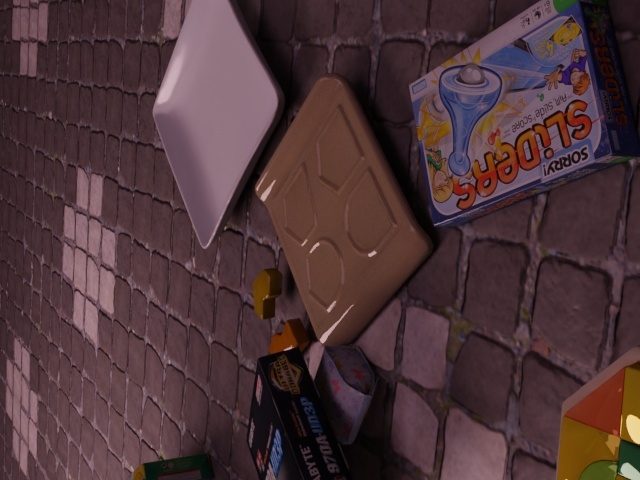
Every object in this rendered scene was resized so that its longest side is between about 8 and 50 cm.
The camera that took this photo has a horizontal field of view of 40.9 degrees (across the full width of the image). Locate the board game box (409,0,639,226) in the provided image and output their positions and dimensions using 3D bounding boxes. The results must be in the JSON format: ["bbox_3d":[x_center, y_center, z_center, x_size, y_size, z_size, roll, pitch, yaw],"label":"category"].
[{"bbox_3d":[0.155,-0.101,0.698,0.201,0.035,0.136,-26,70,55],"label":"board game box"}]

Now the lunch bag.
[{"bbox_3d":[0.028,0.162,0.896,0.083,0.053,0.071,-121,42,-54],"label":"lunch bag"}]

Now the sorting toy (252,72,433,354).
[{"bbox_3d":[0.000,0.000,0.950,0.307,0.041,0.229,-54,52,44],"label":"sorting toy"}]

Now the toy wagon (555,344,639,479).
[{"bbox_3d":[0.279,0.186,0.486,0.344,0.068,0.267,14,103,57],"label":"toy wagon"}]

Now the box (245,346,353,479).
[{"bbox_3d":[-0.026,0.244,0.928,0.220,0.051,0.175,103,149,-54],"label":"box"}]

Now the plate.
[{"bbox_3d":[-0.135,-0.176,1.141,0.277,0.045,0.278,-57,46,40],"label":"plate"}]

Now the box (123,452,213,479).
[{"bbox_3d":[-0.242,0.367,1.279,0.179,0.105,0.043,-44,55,50],"label":"box"}]
